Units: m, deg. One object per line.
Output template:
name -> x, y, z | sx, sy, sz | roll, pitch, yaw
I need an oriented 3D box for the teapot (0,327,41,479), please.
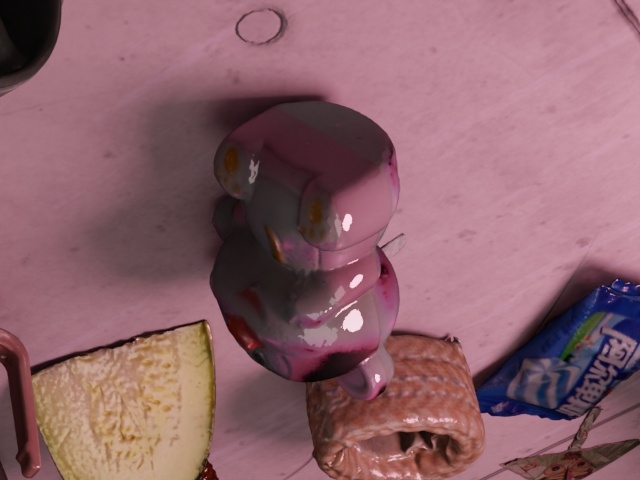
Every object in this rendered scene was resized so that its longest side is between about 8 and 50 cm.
teapot -> -0.427, 0.172, 1.521 | 0.300, 0.344, 0.253 | 16, 135, -34

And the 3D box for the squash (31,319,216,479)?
squash -> -0.219, 0.236, 1.842 | 0.236, 0.155, 0.204 | -15, 145, 2

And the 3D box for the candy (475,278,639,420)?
candy -> 0.349, 0.153, 1.993 | 0.187, 0.077, 0.331 | 14, 137, -30

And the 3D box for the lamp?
lamp -> 0.000, 0.000, 1.592 | 0.247, 0.247, 0.301 | -38, 147, -40

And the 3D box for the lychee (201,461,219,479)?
lychee -> -0.199, 0.321, 1.986 | 0.123, 0.123, 0.129 | -19, 135, 5

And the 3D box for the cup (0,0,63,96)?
cup -> -0.398, -0.154, 1.152 | 0.392, 0.310, 0.401 | -29, 140, 26

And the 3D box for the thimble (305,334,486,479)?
thimble -> 0.093, 0.220, 1.935 | 0.229, 0.148, 0.196 | 1, 143, -17

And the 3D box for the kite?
kite -> 0.382, 0.321, 2.276 | 0.229, 0.012, 0.250 | -7, 141, -12
